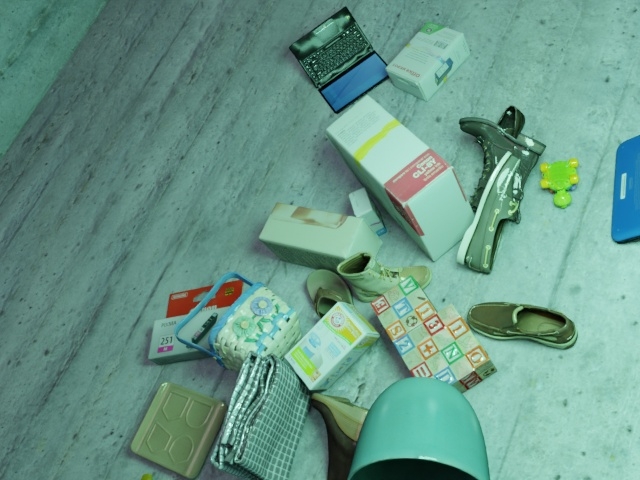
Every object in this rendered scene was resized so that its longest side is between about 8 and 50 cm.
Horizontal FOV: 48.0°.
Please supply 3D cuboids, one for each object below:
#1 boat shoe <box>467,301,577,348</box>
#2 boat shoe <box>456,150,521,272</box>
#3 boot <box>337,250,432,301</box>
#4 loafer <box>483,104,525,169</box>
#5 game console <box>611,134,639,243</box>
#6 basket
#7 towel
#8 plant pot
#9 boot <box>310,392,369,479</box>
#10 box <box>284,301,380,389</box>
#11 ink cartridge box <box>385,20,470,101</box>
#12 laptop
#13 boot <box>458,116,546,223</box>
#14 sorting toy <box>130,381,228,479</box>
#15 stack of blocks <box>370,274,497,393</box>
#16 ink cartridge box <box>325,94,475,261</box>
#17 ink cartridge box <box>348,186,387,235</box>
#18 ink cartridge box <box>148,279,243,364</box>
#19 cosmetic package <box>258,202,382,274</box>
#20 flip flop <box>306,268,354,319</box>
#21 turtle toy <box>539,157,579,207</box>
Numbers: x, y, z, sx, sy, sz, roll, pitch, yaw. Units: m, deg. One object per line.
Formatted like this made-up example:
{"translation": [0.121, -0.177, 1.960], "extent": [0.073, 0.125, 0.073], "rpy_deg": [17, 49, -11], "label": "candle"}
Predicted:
{"translation": [0.459, 0.178, 1.666], "extent": [0.258, 0.095, 0.095], "rpy_deg": [5, 63, 31], "label": "boat shoe"}
{"translation": [0.435, -0.067, 1.781], "extent": [0.091, 0.109, 0.304], "rpy_deg": [25, 104, 21], "label": "boat shoe"}
{"translation": [0.165, 0.083, 1.842], "extent": [0.213, 0.165, 0.077], "rpy_deg": [-15, 54, 19], "label": "boot"}
{"translation": [0.489, -0.275, 1.951], "extent": [0.080, 0.078, 0.220], "rpy_deg": [9, 67, 32], "label": "loafer"}
{"translation": [0.847, -0.118, 1.692], "extent": [0.250, 0.173, 0.293], "rpy_deg": [-26, 43, 53], "label": "game console"}
{"translation": [-0.210, 0.220, 1.924], "extent": [0.289, 0.201, 0.254], "rpy_deg": [20, 55, 28], "label": "basket"}
{"translation": [-0.132, 0.438, 1.734], "extent": [0.121, 0.235, 0.283], "rpy_deg": [7, 64, 25], "label": "towel"}
{"translation": [0.214, 0.436, 1.525], "extent": [0.293, 0.293, 0.235], "rpy_deg": [-12, 38, 22], "label": "plant pot"}
{"translation": [0.032, 0.480, 1.706], "extent": [0.248, 0.090, 0.206], "rpy_deg": [5, 81, 60], "label": "boot"}
{"translation": [0.031, 0.263, 1.792], "extent": [0.203, 0.103, 0.114], "rpy_deg": [-46, 65, 11], "label": "box"}
{"translation": [0.328, -0.551, 2.211], "extent": [0.212, 0.093, 0.154], "rpy_deg": [-48, 49, -8], "label": "ink cartridge box"}
{"translation": [0.067, -0.589, 2.347], "extent": [0.234, 0.264, 0.136], "rpy_deg": [-34, 14, 4], "label": "laptop"}
{"translation": [0.437, -0.184, 1.872], "extent": [0.263, 0.091, 0.228], "rpy_deg": [29, 100, 28], "label": "boot"}
{"translation": [-0.399, 0.551, 1.935], "extent": [0.229, 0.041, 0.307], "rpy_deg": [13, 67, 29], "label": "sorting toy"}
{"translation": [0.267, 0.229, 1.733], "extent": [0.171, 0.087, 0.297], "rpy_deg": [-35, 53, 6], "label": "stack of blocks"}
{"translation": [0.212, -0.170, 1.905], "extent": [0.160, 0.279, 0.384], "rpy_deg": [-40, 50, -1], "label": "ink cartridge box"}
{"translation": [0.131, -0.075, 1.990], "extent": [0.052, 0.122, 0.088], "rpy_deg": [-26, 52, 12], "label": "ink cartridge box"}
{"translation": [-0.361, 0.229, 2.106], "extent": [0.275, 0.060, 0.238], "rpy_deg": [-12, 57, 22], "label": "ink cartridge box"}
{"translation": [0.000, 0.000, 1.997], "extent": [0.296, 0.153, 0.129], "rpy_deg": [13, 68, 33], "label": "cosmetic package"}
{"translation": [0.031, 0.184, 1.904], "extent": [0.112, 0.080, 0.277], "rpy_deg": [-30, 53, 14], "label": "flip flop"}
{"translation": [0.606, -0.146, 1.814], "extent": [0.095, 0.066, 0.130], "rpy_deg": [-7, 58, 27], "label": "turtle toy"}
